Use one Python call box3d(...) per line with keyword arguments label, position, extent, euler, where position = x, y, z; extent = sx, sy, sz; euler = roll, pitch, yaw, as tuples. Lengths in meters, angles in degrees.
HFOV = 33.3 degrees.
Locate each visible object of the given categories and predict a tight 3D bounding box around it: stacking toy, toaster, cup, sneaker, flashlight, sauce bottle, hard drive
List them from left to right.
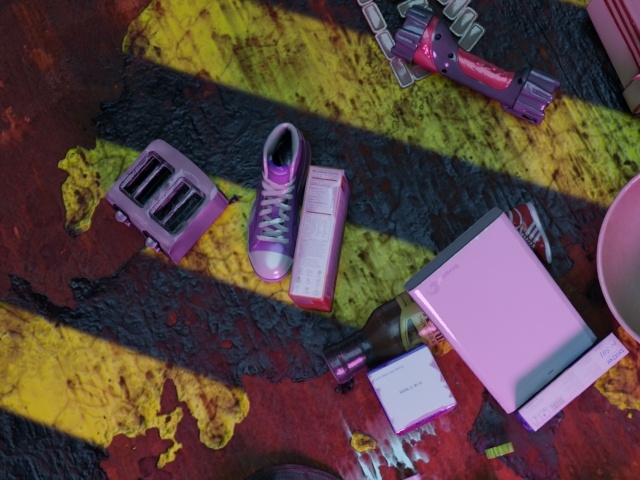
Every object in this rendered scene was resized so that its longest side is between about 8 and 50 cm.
box3d(label="toaster", position=(-0.271, -0.075, 1.945), extent=(0.168, 0.110, 0.186), euler=(41, 85, 11))
box3d(label="sneaker", position=(-0.083, -0.072, 1.901), extent=(0.102, 0.161, 0.282), euler=(6, 81, 5))
box3d(label="sauce bottle", position=(0.168, 0.139, 1.860), extent=(0.344, 0.111, 0.111), euler=(-30, 77, 3))
box3d(label="stacking toy", position=(0.255, 0.455, 1.820), extent=(0.221, 0.052, 0.167), euler=(-20, 79, -1))
box3d(label="flashlight", position=(0.282, -0.322, 1.935), extent=(0.304, 0.103, 0.103), euler=(25, 84, 7))
box3d(label="hard drive", position=(0.305, 0.122, 1.794), extent=(0.203, 0.040, 0.307), euler=(-40, 113, 0))
box3d(label="sneaker", position=(0.365, -0.006, 1.902), extent=(0.067, 0.042, 0.118), euler=(-18, 70, -2))
box3d(label="cup", position=(0.652, 0.025, 1.743), extent=(0.331, 0.237, 0.331), euler=(1, 92, 37))

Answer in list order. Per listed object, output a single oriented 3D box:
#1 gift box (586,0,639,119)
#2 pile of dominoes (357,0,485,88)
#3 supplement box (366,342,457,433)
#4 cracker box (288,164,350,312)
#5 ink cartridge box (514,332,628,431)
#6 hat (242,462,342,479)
box3d(label="gift box", position=(0.615, -0.363, 1.847), extent=(0.276, 0.255, 0.258), euler=(-21, 76, -5))
box3d(label="pile of dominoes", position=(0.184, -0.435, 2.021), extent=(0.196, 0.040, 0.251), euler=(-26, 86, 0))
box3d(label="supplement box", position=(0.152, 0.252, 1.781), extent=(0.111, 0.220, 0.114), euler=(-26, 79, 1))
box3d(label="cracker box", position=(0.000, 0.000, 1.879), extent=(0.067, 0.156, 0.232), euler=(8, 79, 8))
box3d(label="ink cartridge box", position=(0.424, 0.243, 1.818), extent=(0.207, 0.097, 0.046), euler=(-39, 78, -2))
box3d(label="hat", position=(-0.060, 0.542, 1.789), extent=(0.331, 0.134, 0.331), euler=(-1, 79, 6))
